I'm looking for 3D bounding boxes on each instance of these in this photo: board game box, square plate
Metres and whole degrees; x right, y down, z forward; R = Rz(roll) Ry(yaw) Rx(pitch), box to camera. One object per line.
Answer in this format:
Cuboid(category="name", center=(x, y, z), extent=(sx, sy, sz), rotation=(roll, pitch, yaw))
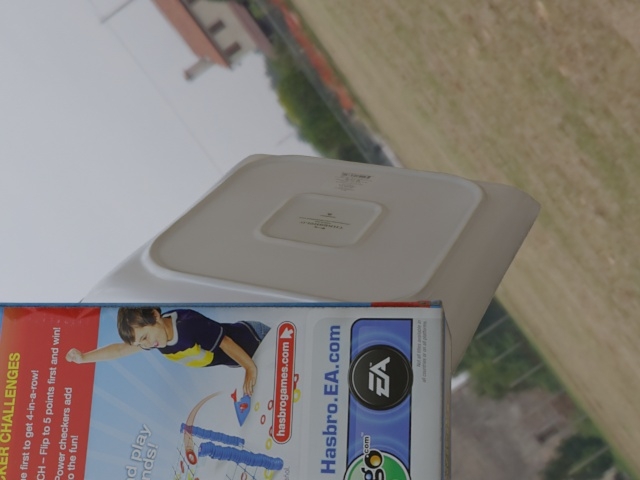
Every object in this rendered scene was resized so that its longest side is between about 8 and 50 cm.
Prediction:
Cuboid(category="board game box", center=(-0.082, 0.190, 0.559), extent=(0.086, 0.302, 0.308), rotation=(57, -146, -71))
Cuboid(category="square plate", center=(0.000, 0.000, 0.963), extent=(0.344, 0.347, 0.049), rotation=(-49, -38, -52))
